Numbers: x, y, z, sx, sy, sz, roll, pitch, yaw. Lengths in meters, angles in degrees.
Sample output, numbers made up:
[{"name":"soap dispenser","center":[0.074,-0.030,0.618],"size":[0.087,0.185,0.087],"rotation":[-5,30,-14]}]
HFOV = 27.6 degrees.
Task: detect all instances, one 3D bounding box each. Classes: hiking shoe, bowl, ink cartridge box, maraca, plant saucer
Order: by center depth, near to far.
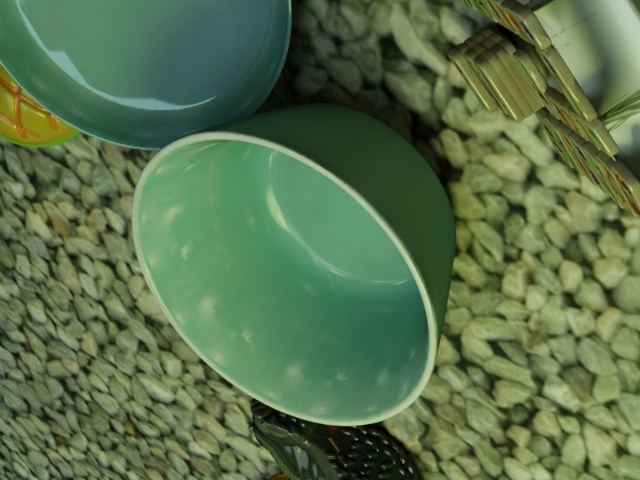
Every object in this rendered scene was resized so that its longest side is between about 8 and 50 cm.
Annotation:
[{"name":"ink cartridge box","center":[0.245,-0.124,0.925],"size":[0.082,0.139,0.190],"rotation":[-23,107,43]},{"name":"plant saucer","center":[-0.172,-0.230,1.176],"size":[0.318,0.043,0.317],"rotation":[9,124,14]},{"name":"bowl","center":[0.000,0.000,1.189],"size":[0.311,0.163,0.311],"rotation":[20,132,23]},{"name":"maraca","center":[-0.267,-0.164,1.307],"size":[0.186,0.099,0.127],"rotation":[-20,105,18]},{"name":"hiking shoe","center":[0.018,0.247,1.448],"size":[0.227,0.086,0.114],"rotation":[38,151,14]}]

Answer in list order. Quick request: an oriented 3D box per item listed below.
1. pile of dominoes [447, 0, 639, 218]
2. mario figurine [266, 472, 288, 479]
[{"name":"pile of dominoes","center":[0.154,-0.098,0.955],"size":[0.040,0.251,0.196],"rotation":[-35,108,5]},{"name":"mario figurine","center":[-0.012,0.428,1.603],"size":[0.198,0.170,0.320],"rotation":[-131,38,-52]}]
